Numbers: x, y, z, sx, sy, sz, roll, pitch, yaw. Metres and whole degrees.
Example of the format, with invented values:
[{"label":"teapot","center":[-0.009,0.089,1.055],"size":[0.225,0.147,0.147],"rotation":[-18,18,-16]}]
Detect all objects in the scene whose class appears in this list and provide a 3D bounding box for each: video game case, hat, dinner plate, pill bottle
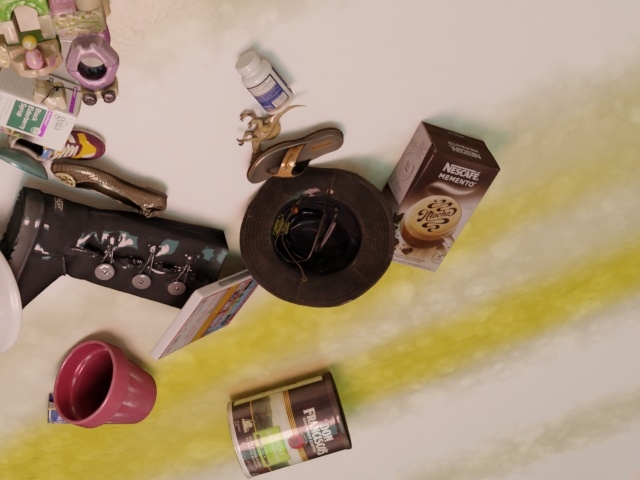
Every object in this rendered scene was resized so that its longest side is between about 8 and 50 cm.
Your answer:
[{"label":"video game case","center":[-0.237,0.151,1.982],"size":[0.204,0.025,0.285],"rotation":[-52,166,26]},{"label":"hat","center":[0.000,0.000,1.931],"size":[0.331,0.332,0.134],"rotation":[-21,167,5]},{"label":"dinner plate","center":[-0.471,-0.332,1.669],"size":[0.141,0.017,0.141],"rotation":[-7,129,-9]},{"label":"pill bottle","center":[-0.111,-0.307,1.738],"size":[0.067,0.067,0.120],"rotation":[-32,128,13]}]

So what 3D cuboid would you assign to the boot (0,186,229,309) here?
[{"label":"boot","center":[-0.463,0.080,1.939],"size":[0.445,0.146,0.367],"rotation":[12,132,-30]}]

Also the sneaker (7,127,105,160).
[{"label":"sneaker","center":[-0.510,-0.180,1.738],"size":[0.185,0.084,0.070],"rotation":[10,125,-20]}]

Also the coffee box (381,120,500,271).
[{"label":"coffee box","center":[0.236,-0.090,1.957],"size":[0.168,0.119,0.297],"rotation":[14,124,-21]}]

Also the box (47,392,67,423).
[{"label":"box","center":[-0.587,0.416,2.222],"size":[0.168,0.054,0.059],"rotation":[3,127,-15]}]

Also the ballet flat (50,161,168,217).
[{"label":"ballet flat","center":[-0.428,-0.101,1.822],"size":[0.249,0.058,0.084],"rotation":[20,167,-30]}]

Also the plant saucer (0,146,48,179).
[{"label":"plant saucer","center":[-0.580,-0.153,1.743],"size":[0.119,0.119,0.021],"rotation":[29,79,-31]}]

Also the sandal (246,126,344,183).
[{"label":"sandal","center":[-0.049,-0.165,1.858],"size":[0.219,0.060,0.090],"rotation":[-19,152,-2]}]

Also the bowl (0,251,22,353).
[{"label":"bowl","center":[-0.744,0.115,1.783],"size":[0.134,0.297,0.298],"rotation":[-29,151,-53]}]

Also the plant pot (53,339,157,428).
[{"label":"plant pot","center":[-0.493,0.351,2.116],"size":[0.201,0.201,0.180],"rotation":[-37,142,17]}]

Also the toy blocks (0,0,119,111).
[{"label":"toy blocks","center":[-0.481,-0.394,1.424],"size":[0.288,0.309,0.260],"rotation":[-9,136,-6]}]

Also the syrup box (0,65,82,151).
[{"label":"syrup box","center":[-0.566,-0.261,1.642],"size":[0.236,0.096,0.093],"rotation":[20,132,-23]}]

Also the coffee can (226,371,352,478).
[{"label":"coffee can","center":[-0.078,0.470,2.286],"size":[0.275,0.202,0.202],"rotation":[-17,130,2]}]

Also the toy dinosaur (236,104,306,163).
[{"label":"toy dinosaur","center":[-0.114,-0.233,1.819],"size":[0.092,0.053,0.183],"rotation":[10,135,-39]}]
